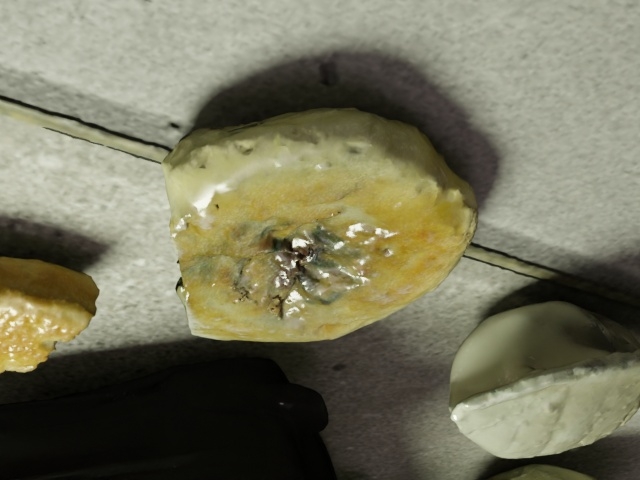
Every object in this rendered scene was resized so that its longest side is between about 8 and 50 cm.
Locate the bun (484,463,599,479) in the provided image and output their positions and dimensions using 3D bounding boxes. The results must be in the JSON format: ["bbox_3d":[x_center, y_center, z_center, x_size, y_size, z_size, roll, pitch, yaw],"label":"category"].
[{"bbox_3d":[0.183,0.278,0.886,0.220,0.134,0.220,-17,168,-4],"label":"bun"}]

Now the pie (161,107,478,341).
[{"bbox_3d":[0.000,-0.003,0.575,0.185,0.052,0.218,-9,145,-3],"label":"pie"}]

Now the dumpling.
[{"bbox_3d":[0.169,0.092,0.676,0.150,0.092,0.176,-29,137,33],"label":"dumpling"}]

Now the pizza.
[{"bbox_3d":[-0.264,0.048,0.611,0.246,0.058,0.127,-16,140,13],"label":"pizza"}]

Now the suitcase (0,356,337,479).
[{"bbox_3d":[-0.136,0.253,0.783,0.339,0.188,0.345,-10,144,6],"label":"suitcase"}]
